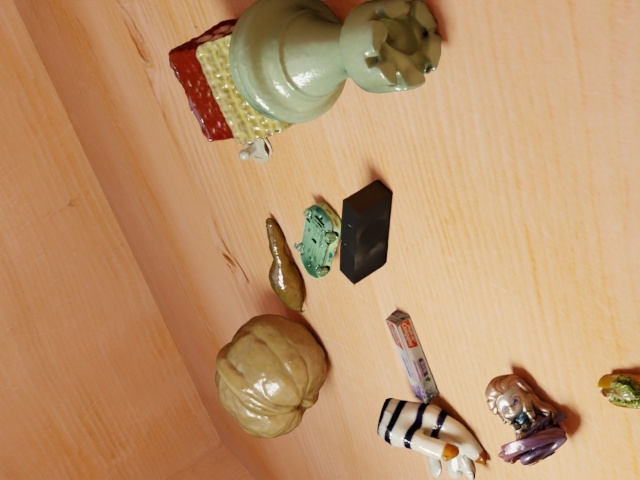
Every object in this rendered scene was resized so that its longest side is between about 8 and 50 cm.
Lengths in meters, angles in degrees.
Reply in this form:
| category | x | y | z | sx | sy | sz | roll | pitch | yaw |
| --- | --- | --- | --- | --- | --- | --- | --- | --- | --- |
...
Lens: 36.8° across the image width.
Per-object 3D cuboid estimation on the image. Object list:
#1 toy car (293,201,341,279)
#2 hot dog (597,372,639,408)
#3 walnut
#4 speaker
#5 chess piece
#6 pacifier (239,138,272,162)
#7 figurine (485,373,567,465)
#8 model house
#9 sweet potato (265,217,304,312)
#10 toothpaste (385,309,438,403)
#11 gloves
| category | x | y | z | sx | sy | sz | roll | pitch | yaw |
| --- | --- | --- | --- | --- | --- | --- | --- | --- | --- |
| toy car | 0.000 | 0.000 | 1.928 | 0.093 | 0.058 | 0.186 | 47 | 146 | 28 |
| hot dog | 0.413 | 0.203 | 1.286 | 0.056 | 0.041 | 0.133 | 59 | 160 | -4 |
| walnut | -0.125 | 0.331 | 2.401 | 0.285 | 0.285 | 0.296 | 43 | 114 | 36 |
| speaker | 0.080 | -0.012 | 1.694 | 0.044 | 0.082 | 0.218 | 48 | 157 | 27 |
| chess piece | 0.024 | -0.261 | 1.332 | 0.299 | 0.195 | 0.194 | 8 | 129 | 53 |
| pacifier | -0.138 | -0.185 | 1.969 | 0.068 | 0.064 | 0.083 | 20 | 142 | 33 |
| figurine | 0.327 | 0.290 | 1.547 | 0.114 | 0.126 | 0.157 | 23 | -149 | -32 |
| model house | -0.125 | -0.278 | 1.662 | 0.254 | 0.160 | 0.196 | 13 | 131 | 61 |
| sweet potato | -0.087 | 0.073 | 2.220 | 0.075 | 0.075 | 0.269 | 29 | 142 | 53 |
| toothpaste | 0.178 | 0.228 | 1.879 | 0.047 | 0.040 | 0.196 | 21 | 139 | 55 |
| gloves | 0.227 | 0.386 | 1.909 | 0.219 | 0.131 | 0.140 | 11 | 152 | 15 |
